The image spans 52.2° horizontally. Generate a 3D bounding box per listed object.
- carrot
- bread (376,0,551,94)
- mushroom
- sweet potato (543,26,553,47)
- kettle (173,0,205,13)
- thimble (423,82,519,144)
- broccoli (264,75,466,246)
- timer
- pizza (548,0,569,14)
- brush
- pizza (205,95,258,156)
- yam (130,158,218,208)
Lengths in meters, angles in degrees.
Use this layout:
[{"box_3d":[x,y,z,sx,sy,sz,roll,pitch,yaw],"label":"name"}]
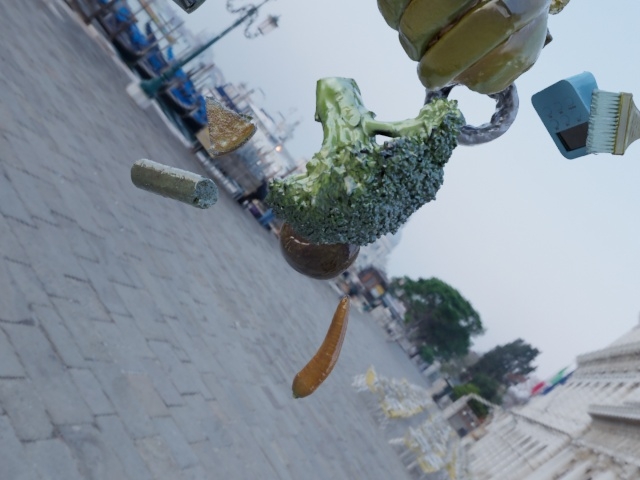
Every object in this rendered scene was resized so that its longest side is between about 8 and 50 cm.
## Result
[{"box_3d":[0.016,0.256,1.514,0.062,0.271,0.066,29,6,-43],"label":"carrot"},{"box_3d":[0.284,-0.451,1.248,0.210,0.300,0.341,74,-7,-84],"label":"bread"},{"box_3d":[-0.008,-0.005,1.626,0.138,0.231,0.194,34,39,-49],"label":"mushroom"},{"box_3d":[0.371,-0.556,1.608,0.422,0.130,0.130,32,-7,19],"label":"sweet potato"},{"box_3d":[-0.382,-0.736,1.706,0.243,0.160,0.211,44,41,-31],"label":"kettle"},{"box_3d":[0.393,-0.359,1.718,0.245,0.217,0.157,12,6,6],"label":"thimble"},{"box_3d":[0.036,-0.157,1.269,0.397,0.353,0.275,40,-30,36],"label":"broccoli"},{"box_3d":[0.790,-0.379,2.052,0.232,0.091,0.250,159,-90,-76],"label":"timer"},{"box_3d":[0.806,-0.880,2.077,0.075,0.287,0.280,31,38,-20],"label":"pizza"},{"box_3d":[0.441,-0.149,0.858,0.010,0.218,0.083,-148,-120,-69],"label":"brush"},{"box_3d":[-0.313,-0.377,2.093,0.195,0.185,0.052,58,-10,-5],"label":"pizza"},{"box_3d":[-0.398,-0.155,1.782,0.259,0.093,0.093,18,-19,30],"label":"yam"}]
